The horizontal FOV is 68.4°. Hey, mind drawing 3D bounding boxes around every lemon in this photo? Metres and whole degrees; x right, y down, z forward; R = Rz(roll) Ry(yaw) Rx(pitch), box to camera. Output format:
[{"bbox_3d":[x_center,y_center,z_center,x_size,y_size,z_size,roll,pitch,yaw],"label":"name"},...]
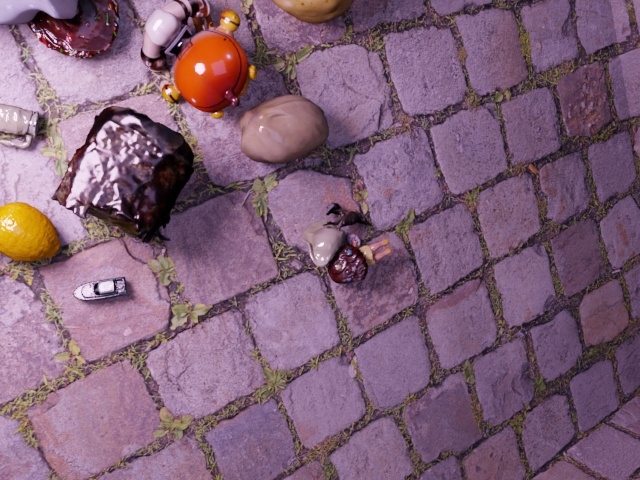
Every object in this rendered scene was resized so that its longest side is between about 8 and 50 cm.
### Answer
[{"bbox_3d":[-0.764,-0.017,1.216,0.142,0.142,0.187,-53,129,-12],"label":"lemon"}]

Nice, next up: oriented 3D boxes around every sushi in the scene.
[{"bbox_3d":[-0.501,-0.166,1.247,0.281,0.299,0.294,23,82,-2],"label":"sushi"}]

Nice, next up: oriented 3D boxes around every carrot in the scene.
[{"bbox_3d":[-0.336,-0.602,1.413,0.059,0.059,0.248,-22,107,-22],"label":"carrot"}]

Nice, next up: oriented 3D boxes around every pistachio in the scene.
[{"bbox_3d":[-0.101,-0.341,1.469,0.331,0.208,0.226,-22,147,-36],"label":"pistachio"}]

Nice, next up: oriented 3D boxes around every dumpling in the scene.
[{"bbox_3d":[-0.001,0.001,1.595,0.134,0.100,0.169,29,78,0],"label":"dumpling"}]

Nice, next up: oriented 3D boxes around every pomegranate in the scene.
[{"bbox_3d":[-0.037,-0.807,1.413,0.319,0.319,0.319,-2,95,-25],"label":"pomegranate"}]

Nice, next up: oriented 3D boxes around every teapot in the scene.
[{"bbox_3d":[-0.832,-0.299,1.197,0.200,0.077,0.107,7,95,-25],"label":"teapot"}]

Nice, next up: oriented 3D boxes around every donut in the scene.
[{"bbox_3d":[-0.655,-0.593,1.247,0.235,0.089,0.235,-2,95,-25],"label":"donut"}]

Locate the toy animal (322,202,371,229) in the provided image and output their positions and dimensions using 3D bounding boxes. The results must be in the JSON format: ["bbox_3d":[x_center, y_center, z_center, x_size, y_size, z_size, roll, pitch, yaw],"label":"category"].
[{"bbox_3d":[0.093,-0.076,1.631,0.202,0.070,0.105,11,62,-33],"label":"toy animal"}]

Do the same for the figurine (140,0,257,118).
[{"bbox_3d":[-0.330,-0.497,1.318,0.323,0.196,0.320,42,107,-9],"label":"figurine"}]

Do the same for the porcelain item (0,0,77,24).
[{"bbox_3d":[-0.782,-0.619,1.077,0.404,0.178,0.243,6,92,3],"label":"porcelain item"}]

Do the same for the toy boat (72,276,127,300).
[{"bbox_3d":[-0.626,0.140,1.339,0.141,0.060,0.055,-9,74,-19],"label":"toy boat"}]

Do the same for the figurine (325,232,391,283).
[{"bbox_3d":[0.131,0.068,1.647,0.240,0.115,0.175,-28,105,-21],"label":"figurine"}]
